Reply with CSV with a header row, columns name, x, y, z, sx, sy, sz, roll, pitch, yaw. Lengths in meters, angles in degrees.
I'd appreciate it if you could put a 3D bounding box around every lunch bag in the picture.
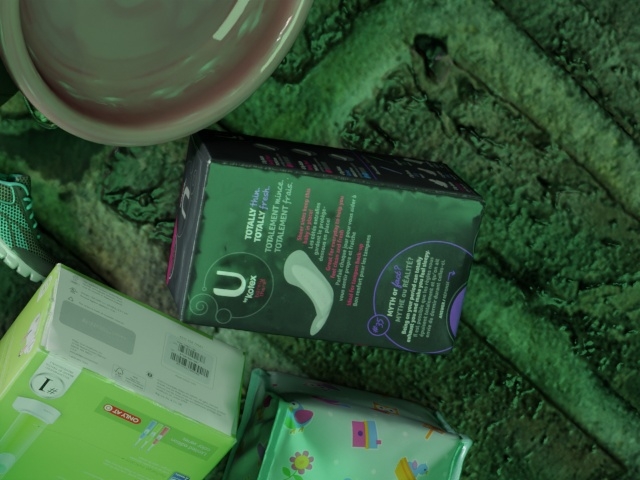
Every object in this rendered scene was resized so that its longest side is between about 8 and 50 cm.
name,x,y,z,sx,sy,sz,roll,pitch,yaw
lunch bag,0.007,0.285,1.808,0.223,0.160,0.262,13,99,-16

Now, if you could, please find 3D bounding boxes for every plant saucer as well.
name,x,y,z,sx,sy,sz,roll,pitch,yaw
plant saucer,-0.150,-0.248,1.587,0.332,0.084,0.332,-22,130,-29

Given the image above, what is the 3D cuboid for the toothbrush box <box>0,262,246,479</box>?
name,x,y,z,sx,sy,sz,roll,pitch,yaw
toothbrush box,-0.230,0.185,1.686,0.206,0.122,0.283,27,126,-18

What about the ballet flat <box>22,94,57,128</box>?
name,x,y,z,sx,sy,sz,roll,pitch,yaw
ballet flat,-0.267,-0.155,1.669,0.041,0.041,0.114,-22,110,-4

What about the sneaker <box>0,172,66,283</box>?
name,x,y,z,sx,sy,sz,roll,pitch,yaw
sneaker,-0.295,-0.026,1.695,0.076,0.065,0.166,-46,112,1

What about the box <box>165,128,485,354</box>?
name,x,y,z,sx,sy,sz,roll,pitch,yaw
box,0.000,0.000,1.720,0.270,0.143,0.165,8,104,-14

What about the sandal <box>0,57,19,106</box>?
name,x,y,z,sx,sy,sz,roll,pitch,yaw
sandal,-0.292,-0.229,1.620,0.303,0.086,0.120,-55,137,-10
